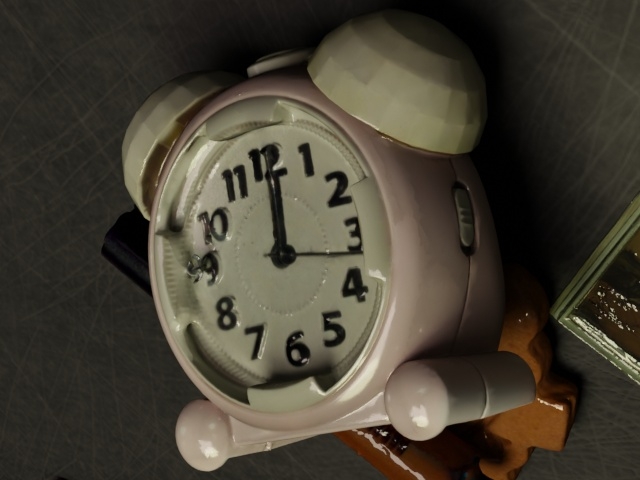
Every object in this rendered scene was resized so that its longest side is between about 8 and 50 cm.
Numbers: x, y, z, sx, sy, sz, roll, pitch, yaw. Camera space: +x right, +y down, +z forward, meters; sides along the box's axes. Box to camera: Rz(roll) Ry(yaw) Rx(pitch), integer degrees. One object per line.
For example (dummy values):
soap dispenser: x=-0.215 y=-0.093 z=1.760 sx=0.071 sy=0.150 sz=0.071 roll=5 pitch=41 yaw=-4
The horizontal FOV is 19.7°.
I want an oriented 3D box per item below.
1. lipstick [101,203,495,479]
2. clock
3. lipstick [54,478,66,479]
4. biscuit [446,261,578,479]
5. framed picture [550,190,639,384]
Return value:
lipstick: x=-0.021 y=0.106 z=1.637 sx=0.418 sy=0.077 sz=0.077 roll=36 pitch=138 yaw=16
clock: x=0.000 y=0.000 z=1.470 sx=0.342 sy=0.184 sz=0.325 roll=-14 pitch=88 yaw=34
lipstick: x=-0.288 y=0.350 z=2.138 sx=0.027 sy=0.027 sz=0.176 roll=16 pitch=131 yaw=29
biscuit: x=0.084 y=0.100 z=1.624 sx=0.306 sy=0.043 sz=0.284 roll=24 pitch=138 yaw=24
framed picture: x=0.318 y=0.082 z=1.453 sx=0.252 sy=0.014 sz=0.197 roll=38 pitch=138 yaw=7
